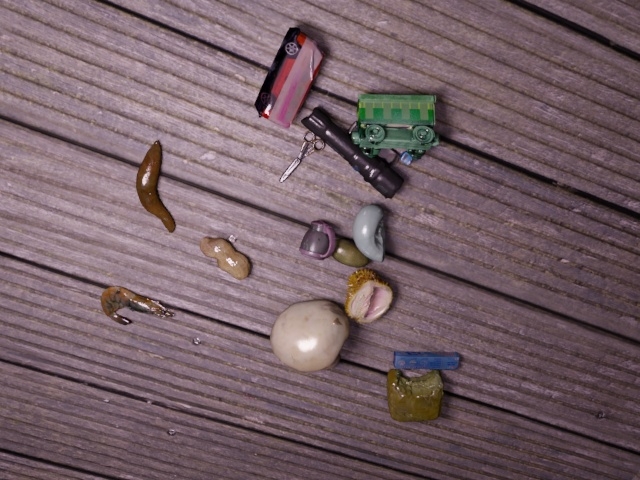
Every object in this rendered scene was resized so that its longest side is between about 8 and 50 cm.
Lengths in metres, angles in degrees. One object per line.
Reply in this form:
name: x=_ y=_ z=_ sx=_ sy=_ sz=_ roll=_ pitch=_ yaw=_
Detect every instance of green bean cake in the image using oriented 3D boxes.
green bean cake: x=0.411 y=0.669 z=1.845 sx=0.236 sy=0.124 sz=0.232 roll=-3 pitch=109 yaw=0

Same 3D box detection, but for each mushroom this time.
mushroom: x=-0.023 y=0.408 z=1.684 sx=0.315 sy=0.314 sz=0.336 roll=-19 pitch=130 yaw=5

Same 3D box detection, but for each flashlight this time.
flashlight: x=0.114 y=-0.309 z=1.502 sx=0.424 sy=0.103 sz=0.103 roll=38 pitch=104 yaw=-12

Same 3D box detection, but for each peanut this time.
peanut: x=-0.364 y=0.064 z=1.632 sx=0.228 sy=0.085 sz=0.104 roll=43 pitch=114 yaw=-13

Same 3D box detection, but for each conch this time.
conch: x=0.193 y=-0.026 z=1.584 sx=0.121 sy=0.185 sz=0.220 roll=1 pitch=101 yaw=43

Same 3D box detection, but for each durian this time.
durian: x=0.180 y=0.213 z=1.677 sx=0.183 sy=0.138 sz=0.249 roll=-13 pitch=123 yaw=-29

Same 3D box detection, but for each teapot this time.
teapot: x=-0.010 y=-0.002 z=1.591 sx=0.116 sy=0.148 sz=0.145 roll=13 pitch=96 yaw=-10

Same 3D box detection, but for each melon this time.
melon: x=0.115 y=0.051 z=1.631 sx=0.162 sy=0.099 sz=0.099 roll=24 pitch=107 yaw=-15

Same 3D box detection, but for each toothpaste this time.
toothpaste: x=0.454 y=0.516 z=1.831 sx=0.273 sy=0.053 sz=0.066 roll=1 pitch=105 yaw=-1

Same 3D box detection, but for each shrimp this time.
shrimp: x=-0.749 y=0.289 z=1.722 sx=0.296 sy=0.058 sz=0.169 roll=23 pitch=114 yaw=-6

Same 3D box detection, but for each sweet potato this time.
sweet potato: x=-0.610 y=-0.181 z=1.544 sx=0.109 sy=0.079 sz=0.345 roll=-8 pitch=113 yaw=-12

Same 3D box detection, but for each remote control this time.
remote control: x=0.192 y=-0.347 z=1.530 sx=0.212 sy=0.028 sz=0.059 roll=34 pitch=104 yaw=-12

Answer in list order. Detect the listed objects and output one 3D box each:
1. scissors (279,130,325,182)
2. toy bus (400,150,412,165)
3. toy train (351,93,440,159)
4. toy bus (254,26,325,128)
scissors: x=-0.079 y=-0.296 z=1.549 sx=0.088 sy=0.017 sz=0.220 roll=39 pitch=105 yaw=-14
toy bus: x=0.310 y=-0.297 z=1.523 sx=0.046 sy=0.083 sz=0.038 roll=31 pitch=107 yaw=1
toy train: x=0.252 y=-0.389 z=1.438 sx=0.301 sy=0.120 sz=0.202 roll=0 pitch=76 yaw=-1
toy bus: x=-0.104 y=-0.532 z=1.409 sx=0.147 sy=0.127 sz=0.302 roll=26 pitch=105 yaw=-15
